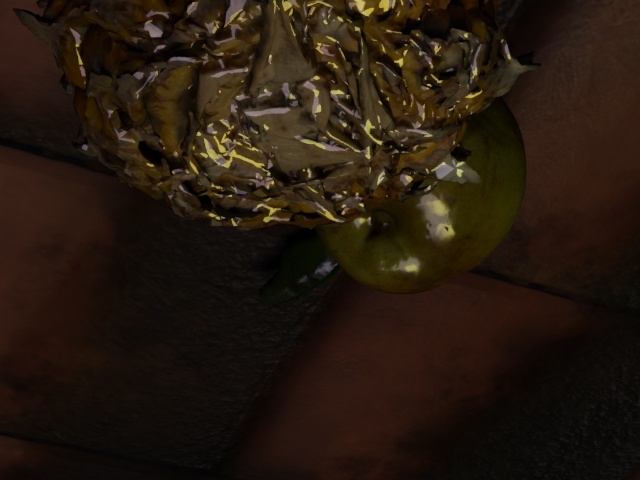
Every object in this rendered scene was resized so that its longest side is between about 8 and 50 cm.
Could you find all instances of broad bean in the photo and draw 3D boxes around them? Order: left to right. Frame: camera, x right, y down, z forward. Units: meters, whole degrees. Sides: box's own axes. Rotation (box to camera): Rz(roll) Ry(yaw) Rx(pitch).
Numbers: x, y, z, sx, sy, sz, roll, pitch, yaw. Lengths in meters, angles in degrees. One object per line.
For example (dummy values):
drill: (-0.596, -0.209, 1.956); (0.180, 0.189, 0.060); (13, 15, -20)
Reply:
broad bean: (0.008, 0.002, 1.187); (0.061, 0.046, 0.195); (27, 129, -12)

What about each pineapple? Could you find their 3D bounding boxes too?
pineapple: (-0.020, -0.180, 0.798); (0.352, 0.300, 0.352); (-5, 142, -4)

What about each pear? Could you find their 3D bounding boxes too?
pear: (0.078, -0.055, 1.017); (0.200, 0.200, 0.200); (0, 139, 0)
